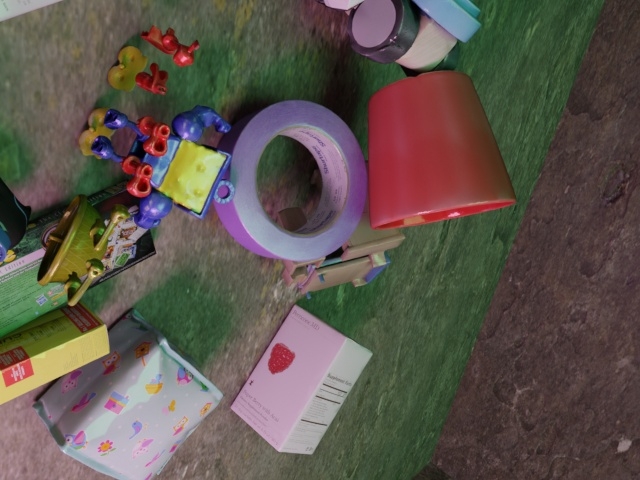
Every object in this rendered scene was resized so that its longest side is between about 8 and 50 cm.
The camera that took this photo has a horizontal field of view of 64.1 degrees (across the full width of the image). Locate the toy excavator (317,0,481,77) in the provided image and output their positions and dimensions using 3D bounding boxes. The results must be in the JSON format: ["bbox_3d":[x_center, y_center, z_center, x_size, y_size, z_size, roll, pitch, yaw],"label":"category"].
[{"bbox_3d":[0.178,-0.558,0.847,0.445,0.433,0.222,-46,154,28],"label":"toy excavator"}]

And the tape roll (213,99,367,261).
[{"bbox_3d":[-0.050,-0.103,0.908,0.274,0.090,0.275,-2,93,-33],"label":"tape roll"}]

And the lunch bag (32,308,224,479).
[{"bbox_3d":[-0.306,0.287,0.887,0.223,0.160,0.262,-48,138,-21],"label":"lunch bag"}]

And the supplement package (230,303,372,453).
[{"bbox_3d":[-0.042,0.338,1.247,0.293,0.177,0.175,-58,145,-7],"label":"supplement package"}]

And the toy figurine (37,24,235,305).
[{"bbox_3d":[-0.200,-0.071,0.703,0.217,0.191,0.363,26,86,-48],"label":"toy figurine"}]

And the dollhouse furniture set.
[{"bbox_3d":[0.000,0.000,1.173,0.286,0.198,0.303,-13,158,-23],"label":"dollhouse furniture set"}]

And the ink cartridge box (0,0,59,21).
[{"bbox_3d":[-0.377,-0.290,0.478,0.370,0.069,0.176,-37,138,-28],"label":"ink cartridge box"}]

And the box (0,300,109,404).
[{"bbox_3d":[-0.425,0.167,0.711,0.232,0.087,0.058,-22,129,-42],"label":"box"}]

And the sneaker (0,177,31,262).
[{"bbox_3d":[-0.426,-0.076,0.559,0.232,0.081,0.091,57,20,-35],"label":"sneaker"}]

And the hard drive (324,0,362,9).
[{"bbox_3d":[0.119,-0.430,0.549,0.353,0.047,0.233,-40,139,-29],"label":"hard drive"}]

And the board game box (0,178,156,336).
[{"bbox_3d":[-0.368,0.022,0.736,0.259,0.030,0.136,-33,138,-36],"label":"board game box"}]

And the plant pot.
[{"bbox_3d":[0.203,-0.161,0.952,0.274,0.274,0.244,-6,84,-51],"label":"plant pot"}]
